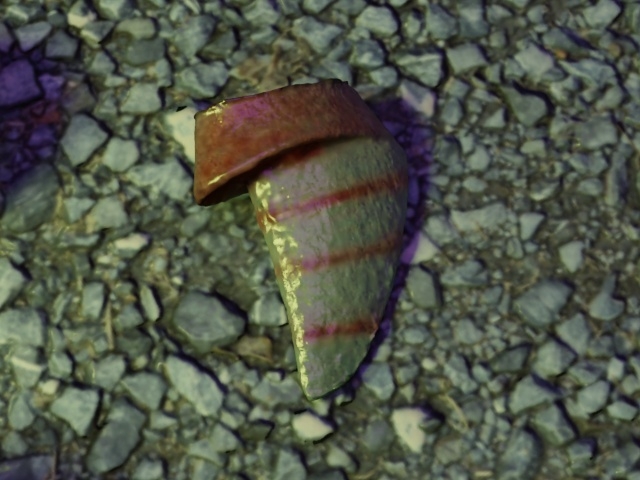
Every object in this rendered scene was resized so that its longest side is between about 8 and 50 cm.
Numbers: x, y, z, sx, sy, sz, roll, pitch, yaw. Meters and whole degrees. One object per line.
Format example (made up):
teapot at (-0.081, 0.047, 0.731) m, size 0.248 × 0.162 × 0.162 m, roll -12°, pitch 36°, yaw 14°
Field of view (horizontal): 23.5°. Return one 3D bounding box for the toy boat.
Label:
toy boat at (0.000, 0.000, 1.404) m, size 0.206 × 0.096 × 0.282 m, roll -11°, pitch 74°, yaw -17°
